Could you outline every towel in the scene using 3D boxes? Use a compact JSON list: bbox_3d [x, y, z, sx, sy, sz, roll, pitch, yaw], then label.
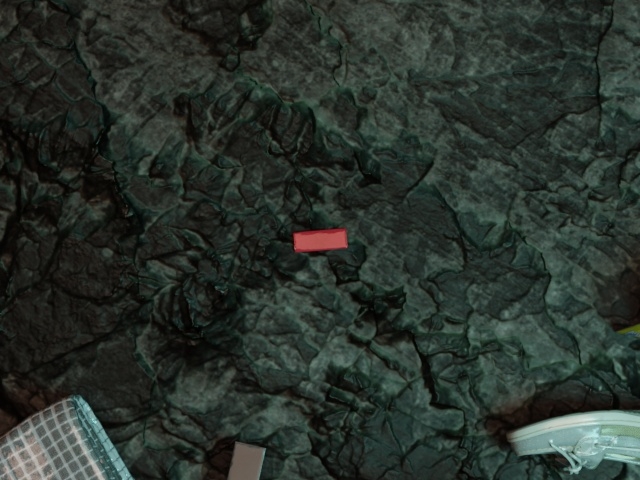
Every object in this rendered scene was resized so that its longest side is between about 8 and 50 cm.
[{"bbox_3d":[-0.382,0.393,1.404,0.235,0.121,0.283,-31,82,-6],"label":"towel"}]

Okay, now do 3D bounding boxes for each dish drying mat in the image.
[{"bbox_3d":[0.000,0.000,1.542,0.083,0.008,0.032,-5,80,-3],"label":"dish drying mat"}]

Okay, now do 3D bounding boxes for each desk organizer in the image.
[{"bbox_3d":[-0.115,0.364,1.449,0.047,0.050,0.130,12,79,1],"label":"desk organizer"}]

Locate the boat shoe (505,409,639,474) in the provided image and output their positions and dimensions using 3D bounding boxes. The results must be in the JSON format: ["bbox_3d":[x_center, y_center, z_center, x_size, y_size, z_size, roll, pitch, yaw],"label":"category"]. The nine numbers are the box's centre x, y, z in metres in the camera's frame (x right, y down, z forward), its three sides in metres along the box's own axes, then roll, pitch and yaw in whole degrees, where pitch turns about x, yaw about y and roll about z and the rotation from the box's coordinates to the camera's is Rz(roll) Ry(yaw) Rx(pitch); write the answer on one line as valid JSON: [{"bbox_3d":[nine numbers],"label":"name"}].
[{"bbox_3d":[0.432,0.302,1.440,0.320,0.118,0.103,1,75,-8],"label":"boat shoe"}]

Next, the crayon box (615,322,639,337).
[{"bbox_3d":[0.621,0.122,1.430,0.323,0.203,0.083,13,79,1],"label":"crayon box"}]
